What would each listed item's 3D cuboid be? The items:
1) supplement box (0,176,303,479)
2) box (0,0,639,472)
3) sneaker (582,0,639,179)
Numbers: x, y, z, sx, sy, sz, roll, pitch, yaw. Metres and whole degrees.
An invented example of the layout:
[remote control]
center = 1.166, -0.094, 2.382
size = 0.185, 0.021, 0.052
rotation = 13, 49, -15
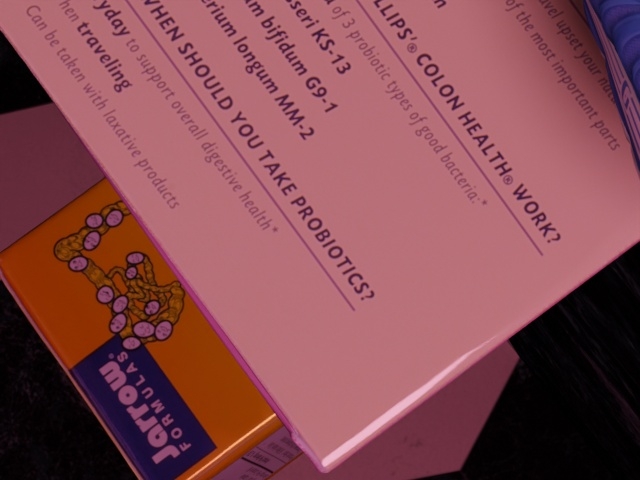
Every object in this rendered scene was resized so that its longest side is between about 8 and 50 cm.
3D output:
[supplement box]
center = 0.000, 0.000, 1.212
size = 0.195, 0.356, 0.194
rotation = 53, 178, 12
[box]
center = 0.032, -0.082, 0.631
size = 0.213, 0.243, 0.117
rotation = 53, 179, -3
[sneaker]
center = 0.112, -0.081, 0.444
size = 0.330, 0.129, 0.147
rotation = 54, -179, 12
